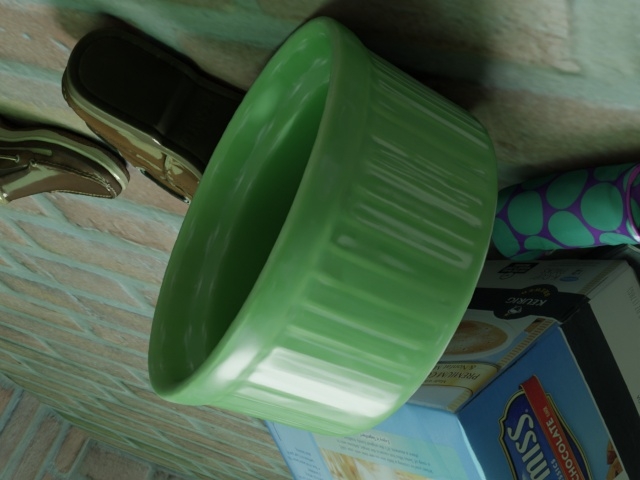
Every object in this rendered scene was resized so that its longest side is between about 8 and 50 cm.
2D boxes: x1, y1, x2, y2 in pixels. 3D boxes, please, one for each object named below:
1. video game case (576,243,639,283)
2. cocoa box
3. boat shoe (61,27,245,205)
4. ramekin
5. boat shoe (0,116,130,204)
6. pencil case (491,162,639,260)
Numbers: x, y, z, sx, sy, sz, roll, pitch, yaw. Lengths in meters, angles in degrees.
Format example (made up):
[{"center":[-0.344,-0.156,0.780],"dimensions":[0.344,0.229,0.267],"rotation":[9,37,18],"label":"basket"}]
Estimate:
[{"center":[0.353,0.085,0.994],"dimensions":[0.274,0.026,0.196],"rotation":[26,159,-5],"label":"video game case"},{"center":[0.131,0.169,1.017],"dimensions":[0.347,0.228,0.231],"rotation":[0,119,57],"label":"cocoa box"},{"center":[-0.098,-0.081,1.008],"dimensions":[0.307,0.110,0.104],"rotation":[38,161,-7],"label":"boat shoe"},{"center":[0.000,0.000,0.822],"dimensions":[0.148,0.303,0.303],"rotation":[24,160,-18],"label":"ramekin"},{"center":[-0.347,-0.080,1.280],"dimensions":[0.258,0.095,0.095],"rotation":[16,157,23],"label":"boat shoe"},{"center":[0.205,-0.020,0.854],"dimensions":[0.070,0.064,0.152],"rotation":[51,151,-19],"label":"pencil case"}]
